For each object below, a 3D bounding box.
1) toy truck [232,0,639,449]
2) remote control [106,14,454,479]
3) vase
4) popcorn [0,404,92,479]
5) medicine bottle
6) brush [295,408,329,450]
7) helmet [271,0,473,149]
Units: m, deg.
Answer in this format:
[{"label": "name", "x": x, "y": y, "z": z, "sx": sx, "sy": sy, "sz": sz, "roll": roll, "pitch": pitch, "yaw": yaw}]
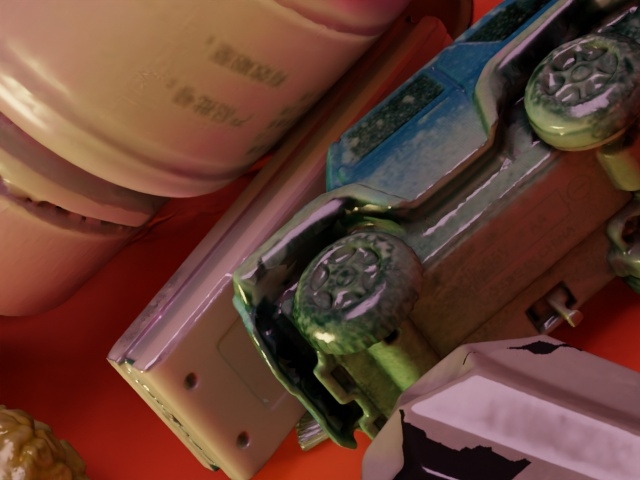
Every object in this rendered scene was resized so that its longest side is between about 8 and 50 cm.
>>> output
[{"label": "toy truck", "x": 0.092, "y": -0.010, "z": 0.886, "sx": 0.279, "sy": 0.155, "sz": 0.156, "roll": -40, "pitch": 38, "yaw": -1}, {"label": "remote control", "x": 0.000, "y": 0.000, "z": 0.980, "sx": 0.055, "sy": 0.103, "sz": 0.277, "roll": 12, "pitch": 57, "yaw": 51}, {"label": "vase", "x": 0.183, "y": 0.144, "z": 0.669, "sx": 0.360, "sy": 0.165, "sz": 0.165, "roll": 13, "pitch": 60, "yaw": 41}, {"label": "popcorn", "x": -0.200, "y": 0.164, "z": 0.989, "sx": 0.135, "sy": 0.162, "sz": 0.141, "roll": -16, "pitch": 56, "yaw": -27}, {"label": "medicine bottle", "x": -0.128, "y": -0.134, "z": 0.981, "sx": 0.325, "sy": 0.256, "sz": 0.256, "roll": -44, "pitch": 34, "yaw": 26}, {"label": "brush", "x": 0.070, "y": 0.044, "z": 0.969, "sx": 0.205, "sy": 0.011, "sz": 0.083, "roll": -29, "pitch": 38, "yaw": 11}, {"label": "helmet", "x": -0.022, "y": -0.161, "z": 1.155, "sx": 0.224, "sy": 0.130, "sz": 0.198, "roll": -21, "pitch": 44, "yaw": 20}]
